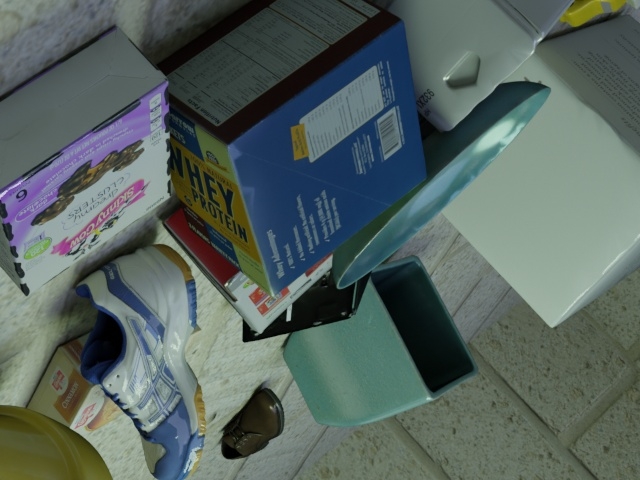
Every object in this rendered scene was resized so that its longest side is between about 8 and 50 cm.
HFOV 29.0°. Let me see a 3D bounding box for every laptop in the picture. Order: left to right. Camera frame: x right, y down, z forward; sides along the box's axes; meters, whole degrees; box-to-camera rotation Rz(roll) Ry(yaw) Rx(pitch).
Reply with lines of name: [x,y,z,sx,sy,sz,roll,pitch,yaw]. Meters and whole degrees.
laptop: [0.000,0.000,1.746,0.264,0.137,0.234,-13,141,-14]

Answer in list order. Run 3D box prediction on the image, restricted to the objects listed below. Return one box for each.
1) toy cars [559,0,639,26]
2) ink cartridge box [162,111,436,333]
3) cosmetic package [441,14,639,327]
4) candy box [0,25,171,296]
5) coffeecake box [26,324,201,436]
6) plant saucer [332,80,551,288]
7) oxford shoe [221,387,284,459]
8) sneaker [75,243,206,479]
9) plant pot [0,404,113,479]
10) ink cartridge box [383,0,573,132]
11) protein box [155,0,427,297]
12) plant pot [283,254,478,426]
toy cars: [0.502,-0.423,1.832,0.393,0.087,0.176,-35,163,-30]
ink cartridge box: [-0.013,-0.062,1.400,0.309,0.130,0.272,-42,167,-6]
cosmetic package: [0.449,-0.127,2.038,0.393,0.329,0.327,-24,156,-50]
candy box: [-0.208,-0.060,1.025,0.165,0.070,0.196,-38,164,-21]
coffeecake box: [-0.254,0.161,1.517,0.185,0.068,0.142,-26,158,-47]
plant saucer: [0.122,-0.068,1.357,0.317,0.044,0.317,-42,172,-7]
oxford shoe: [-0.133,0.362,2.363,0.096,0.083,0.227,-24,155,-36]
sneaker: [-0.210,0.149,1.390,0.131,0.112,0.297,-18,116,-32]
plant pot: [-0.367,0.275,1.245,0.254,0.254,0.239,-43,149,-1]
ink cartridge box: [0.196,-0.279,1.179,0.307,0.129,0.223,-49,-178,-25]
protein box: [-0.028,-0.099,1.132,0.201,0.136,0.200,-37,141,-20]
plant pot: [0.087,0.202,2.202,0.252,0.247,0.248,-32,171,26]
